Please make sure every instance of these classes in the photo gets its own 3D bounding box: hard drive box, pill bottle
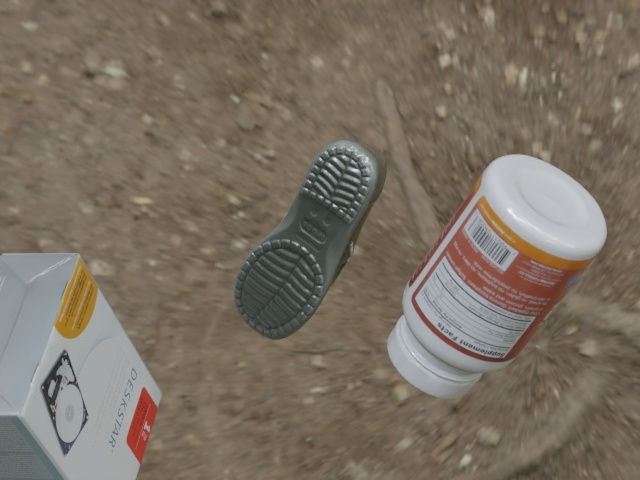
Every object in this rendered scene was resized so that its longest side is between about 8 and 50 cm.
[{"bbox_3d":[-0.249,0.152,1.413,0.089,0.232,0.181,-1,52,18],"label":"hard drive box"},{"bbox_3d":[0.148,0.038,1.322,0.121,0.121,0.216,39,126,9],"label":"pill bottle"}]

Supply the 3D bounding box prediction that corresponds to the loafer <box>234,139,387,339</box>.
[{"bbox_3d":[0.000,0.000,1.514,0.094,0.087,0.251,42,121,12],"label":"loafer"}]
